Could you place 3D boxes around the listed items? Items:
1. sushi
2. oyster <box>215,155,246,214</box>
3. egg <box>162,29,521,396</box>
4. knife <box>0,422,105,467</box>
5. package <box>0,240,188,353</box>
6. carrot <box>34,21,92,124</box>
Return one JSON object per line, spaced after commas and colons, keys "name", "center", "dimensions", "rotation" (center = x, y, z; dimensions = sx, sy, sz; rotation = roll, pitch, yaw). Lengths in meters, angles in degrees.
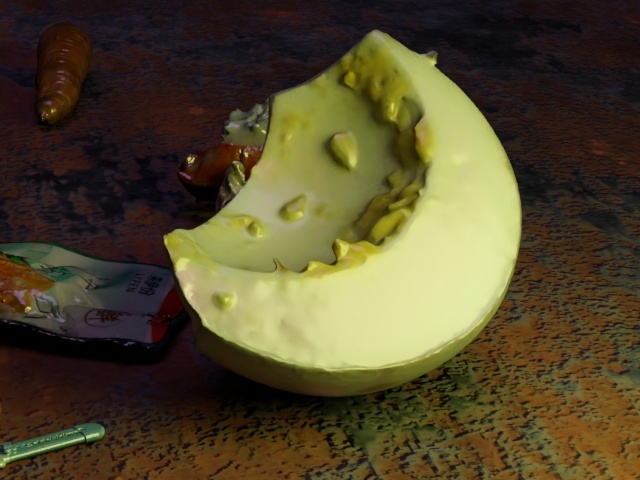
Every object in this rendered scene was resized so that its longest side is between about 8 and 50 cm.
{"name": "sushi", "center": [-0.004, -0.065, 1.651], "dimensions": [0.226, 0.103, 0.097], "rotation": [8, 3, 11]}
{"name": "oyster", "center": [-0.037, 0.009, 1.528], "dimensions": [0.106, 0.061, 0.200], "rotation": [20, 21, -5]}
{"name": "egg", "center": [0.013, 0.014, 1.339], "dimensions": [0.206, 0.162, 0.271], "rotation": [33, 60, 0]}
{"name": "knife", "center": [-0.175, 0.125, 1.216], "dimensions": [0.096, 0.010, 0.027], "rotation": [-12, 24, -35]}
{"name": "package", "center": [-0.208, 0.033, 1.433], "dimensions": [0.232, 0.040, 0.166], "rotation": [7, 19, 8]}
{"name": "carrot", "center": [-0.259, -0.167, 1.977], "dimensions": [0.059, 0.059, 0.248], "rotation": [1, 22, -4]}
